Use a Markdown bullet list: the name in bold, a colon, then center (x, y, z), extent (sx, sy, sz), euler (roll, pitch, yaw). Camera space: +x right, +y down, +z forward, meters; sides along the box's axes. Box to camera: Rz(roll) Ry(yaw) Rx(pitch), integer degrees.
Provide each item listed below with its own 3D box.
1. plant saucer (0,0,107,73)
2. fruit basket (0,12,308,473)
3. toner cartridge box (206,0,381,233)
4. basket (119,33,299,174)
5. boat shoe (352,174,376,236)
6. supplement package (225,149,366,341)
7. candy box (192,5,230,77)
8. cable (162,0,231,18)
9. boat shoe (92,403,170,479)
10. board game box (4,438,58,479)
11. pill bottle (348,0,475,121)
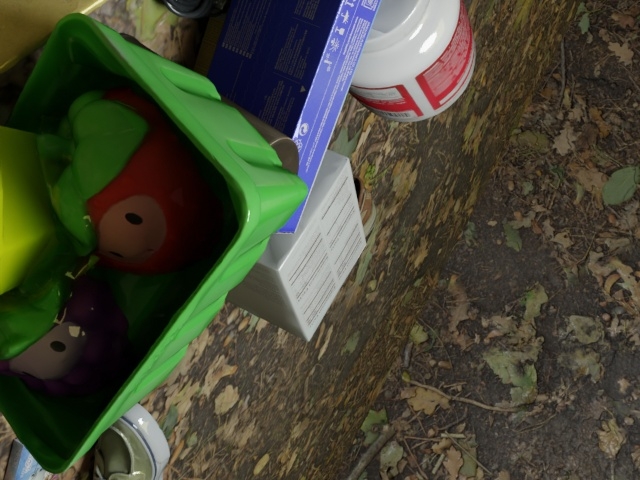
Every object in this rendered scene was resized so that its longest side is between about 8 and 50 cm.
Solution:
- **plant saucer**: center (-0.218, -0.341, 0.634), extent (0.333, 0.081, 0.332), euler (-43, 153, -23)
- **fruit basket**: center (-0.244, 0.005, 0.699), extent (0.392, 0.283, 0.392), euler (-38, 163, -14)
- **toner cartridge box**: center (-0.051, -0.198, 0.998), extent (0.075, 0.165, 0.347), euler (3, 113, -53)
- **basket**: center (-0.151, -0.096, 0.920), extent (0.154, 0.227, 0.204), euler (-32, 141, -56)
- **boat shoe**: center (0.000, 0.000, 1.581), extent (0.324, 0.123, 0.116), euler (-59, 153, -33)
- **supplement package**: center (-0.072, -0.014, 1.244), extent (0.198, 0.199, 0.262), euler (-58, 159, -20)
- **candy box**: center (-0.102, -0.272, 1.092), extent (0.109, 0.053, 0.186), euler (-11, 125, -65)
- **cable**: center (-0.132, -0.349, 0.954), extent (0.151, 0.047, 0.184), euler (-8, 123, -61)
- **boat shoe**: center (-0.295, 0.348, 1.253), extent (0.094, 0.109, 0.302), euler (-46, 155, -38)
- **board game box**: center (-0.378, 0.292, 1.103), extent (0.090, 0.020, 0.090), euler (-16, 128, -62)
- **pill bottle**: center (0.103, -0.323, 1.239), extent (0.228, 0.229, 0.408), euler (-66, 165, 3)
